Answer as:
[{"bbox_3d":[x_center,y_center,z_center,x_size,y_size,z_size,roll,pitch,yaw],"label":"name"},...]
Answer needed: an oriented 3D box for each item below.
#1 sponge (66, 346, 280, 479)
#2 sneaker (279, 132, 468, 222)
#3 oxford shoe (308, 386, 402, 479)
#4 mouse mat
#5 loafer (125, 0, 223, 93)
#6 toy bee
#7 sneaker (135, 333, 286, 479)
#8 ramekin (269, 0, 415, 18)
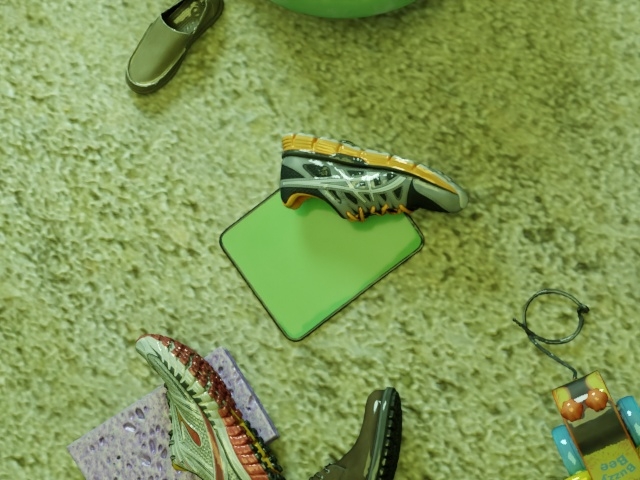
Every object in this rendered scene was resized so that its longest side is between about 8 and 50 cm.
[{"bbox_3d":[-0.161,0.220,1.565,0.210,0.031,0.117,-33,79,5],"label":"sponge"},{"bbox_3d":[0.054,-0.055,1.529,0.214,0.084,0.083,14,89,21],"label":"sneaker"},{"bbox_3d":[0.024,0.256,1.501,0.096,0.083,0.227,18,86,17],"label":"oxford shoe"},{"bbox_3d":[0.000,0.000,1.573,0.189,0.007,0.153,-37,78,4],"label":"mouse mat"},{"bbox_3d":[-0.170,-0.230,1.609,0.056,0.050,0.148,38,91,13],"label":"loafer"},{"bbox_3d":[0.268,0.201,1.421,0.298,0.162,0.195,45,95,12],"label":"toy bee"},{"bbox_3d":[-0.132,0.195,1.502,0.092,0.088,0.225,-35,77,6],"label":"sneaker"},{"bbox_3d":[0.023,-0.398,1.493,0.303,0.148,0.303,0,66,0],"label":"ramekin"}]
